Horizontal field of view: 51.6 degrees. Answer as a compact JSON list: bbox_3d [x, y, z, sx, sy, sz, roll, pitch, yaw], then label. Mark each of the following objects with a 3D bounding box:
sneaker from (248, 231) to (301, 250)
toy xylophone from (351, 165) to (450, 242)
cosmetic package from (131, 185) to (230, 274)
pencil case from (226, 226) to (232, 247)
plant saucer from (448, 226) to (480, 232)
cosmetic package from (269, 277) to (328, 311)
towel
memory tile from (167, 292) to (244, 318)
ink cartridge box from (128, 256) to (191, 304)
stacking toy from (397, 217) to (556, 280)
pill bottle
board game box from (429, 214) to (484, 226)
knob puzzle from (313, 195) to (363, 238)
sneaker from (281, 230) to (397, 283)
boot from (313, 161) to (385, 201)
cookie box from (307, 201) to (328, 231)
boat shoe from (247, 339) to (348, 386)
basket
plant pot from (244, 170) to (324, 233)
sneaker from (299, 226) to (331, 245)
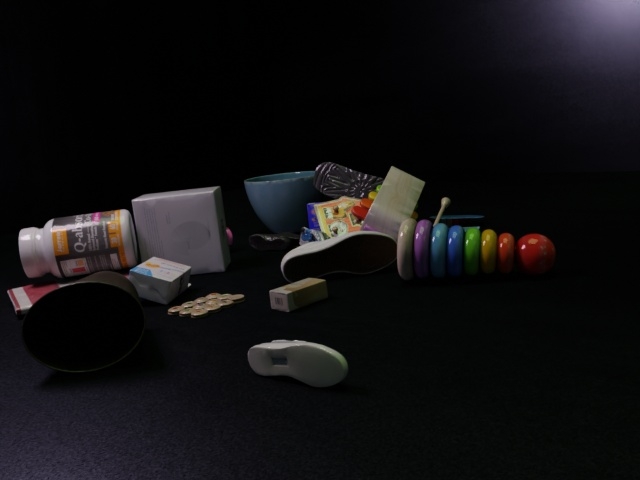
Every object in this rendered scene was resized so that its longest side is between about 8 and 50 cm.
[{"bbox_3d":[-0.130,0.001,2.045,0.170,0.051,0.089,5,14,29],"label":"sneaker"},{"bbox_3d":[0.245,-0.098,1.949,0.236,0.081,0.323,32,41,9],"label":"toy xylophone"},{"bbox_3d":[-0.380,-0.023,1.832,0.224,0.224,0.138,-6,11,0],"label":"cosmetic package"},{"bbox_3d":[-0.376,0.010,2.029,0.209,0.095,0.098,-14,48,-44],"label":"pencil case"},{"bbox_3d":[0.372,-0.023,1.955,0.192,0.018,0.067,-2,11,18],"label":"plant saucer"},{"bbox_3d":[-0.045,0.113,1.397,0.060,0.041,0.115,3,14,44],"label":"cosmetic package"},{"bbox_3d":[-0.614,0.126,1.695,0.328,0.037,0.237,-13,13,-28],"label":"towel"},{"bbox_3d":[-0.249,0.141,1.452,0.113,0.012,0.148,2,13,38],"label":"memory tile"},{"bbox_3d":[-0.381,0.090,1.596,0.104,0.062,0.181,15,12,4],"label":"ink cartridge box"},{"bbox_3d":[0.339,0.025,1.441,0.330,0.141,0.141,2,12,17],"label":"stacking toy"},{"bbox_3d":[-0.637,0.014,1.758,0.278,0.162,0.162,-9,11,-11],"label":"pill bottle"},{"bbox_3d":[0.430,-0.060,2.086,0.168,0.033,0.133,-1,5,2],"label":"board game box"},{"bbox_3d":[0.090,-0.074,2.056,0.213,0.030,0.213,-3,49,3],"label":"knob puzzle"},{"bbox_3d":[0.043,0.028,1.627,0.290,0.106,0.123,-9,13,-5],"label":"sneaker"},{"bbox_3d":[0.198,-0.136,2.329,0.367,0.146,0.445,33,5,17],"label":"boot"},{"bbox_3d":[0.006,-0.072,2.191,0.091,0.107,0.040,-4,9,11],"label":"cookie box"},{"bbox_3d":[-0.026,0.179,0.997,0.184,0.066,0.063,-10,6,40],"label":"boat shoe"},{"bbox_3d":[-0.412,0.135,1.224,0.204,0.154,0.227,-11,7,-6],"label":"basket"},{"bbox_3d":[-0.116,-0.132,2.345,0.290,0.196,0.290,-6,11,1],"label":"plant pot"},{"bbox_3d":[0.000,0.000,1.929,0.082,0.072,0.190,6,12,-17],"label":"sneaker"}]
